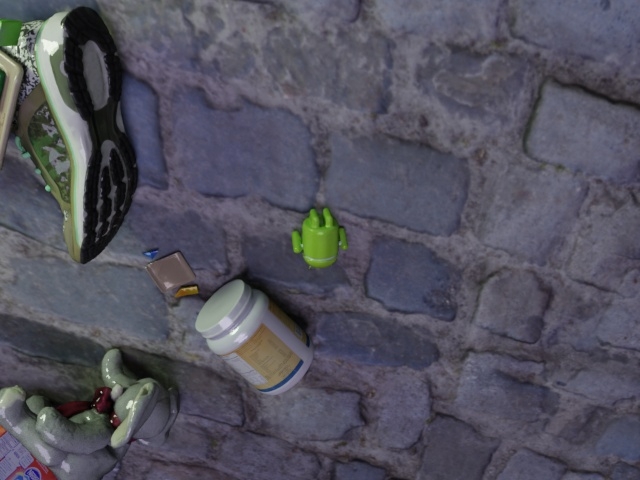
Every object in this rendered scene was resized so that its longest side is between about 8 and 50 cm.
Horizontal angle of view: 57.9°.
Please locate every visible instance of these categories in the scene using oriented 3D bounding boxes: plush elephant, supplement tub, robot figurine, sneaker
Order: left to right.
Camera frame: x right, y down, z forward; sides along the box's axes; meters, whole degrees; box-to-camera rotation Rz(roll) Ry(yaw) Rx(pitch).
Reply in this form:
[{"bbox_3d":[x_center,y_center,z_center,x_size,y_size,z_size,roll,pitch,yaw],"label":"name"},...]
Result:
[{"bbox_3d":[-0.412,-0.158,0.917,0.182,0.158,0.411,11,117,13],"label":"sneaker"},{"bbox_3d":[-0.413,0.340,1.126,0.330,0.255,0.272,41,157,11],"label":"plush elephant"},{"bbox_3d":[-0.123,0.183,1.100,0.144,0.144,0.200,-36,115,15],"label":"supplement tub"},{"bbox_3d":[0.000,0.000,1.051,0.101,0.067,0.115,-6,120,-10],"label":"robot figurine"}]

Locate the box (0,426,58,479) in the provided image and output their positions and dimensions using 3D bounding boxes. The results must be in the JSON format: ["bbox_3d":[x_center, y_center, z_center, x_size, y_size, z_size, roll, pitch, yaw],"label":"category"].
[{"bbox_3d":[-0.657,0.469,1.189,0.122,0.128,0.257,18,136,31],"label":"box"}]

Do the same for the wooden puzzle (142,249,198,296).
[{"bbox_3d":[-0.283,0.060,1.097,0.078,0.014,0.116,-18,119,1],"label":"wooden puzzle"}]

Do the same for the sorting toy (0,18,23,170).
[{"bbox_3d":[-0.525,-0.220,0.842,0.196,0.047,0.348,39,123,10],"label":"sorting toy"}]
